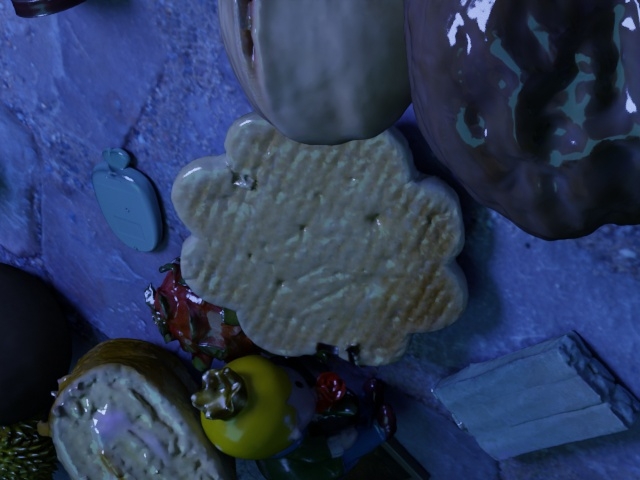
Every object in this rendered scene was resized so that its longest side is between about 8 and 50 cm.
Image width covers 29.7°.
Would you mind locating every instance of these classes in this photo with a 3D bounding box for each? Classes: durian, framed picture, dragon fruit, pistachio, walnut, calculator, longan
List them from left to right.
[{"bbox_3d":[-0.548,0.326,1.902,0.291,0.225,0.291,25,134,29],"label":"durian"},{"bbox_3d":[-0.457,0.143,1.674,0.248,0.248,0.248,23,137,24],"label":"longan"},{"bbox_3d":[-0.234,-0.048,1.454,0.095,0.021,0.153,17,138,29],"label":"calculator"},{"bbox_3d":[-0.080,0.079,1.361,0.236,0.135,0.137,12,145,6],"label":"dragon fruit"},{"bbox_3d":[0.001,0.234,1.510,0.250,0.016,0.184,47,141,-4],"label":"framed picture"},{"bbox_3d":[0.009,-0.230,0.932,0.194,0.214,0.317,15,119,34],"label":"pistachio"},{"bbox_3d":[0.186,-0.136,0.828,0.273,0.227,0.273,7,118,14],"label":"walnut"}]

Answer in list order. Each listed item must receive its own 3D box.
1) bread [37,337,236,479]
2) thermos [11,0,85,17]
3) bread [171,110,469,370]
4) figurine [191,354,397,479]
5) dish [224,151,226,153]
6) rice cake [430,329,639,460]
[{"bbox_3d":[-0.217,0.231,1.450,0.236,0.165,0.375,49,176,-6],"label":"bread"},{"bbox_3d":[-0.300,-0.346,1.191,0.124,0.099,0.232,-124,15,-60],"label":"thermos"},{"bbox_3d":[0.000,0.000,1.202,0.316,0.054,0.316,7,125,10],"label":"bread"},{"bbox_3d":[-0.027,0.184,1.328,0.185,0.127,0.234,-23,134,9],"label":"figurine"},{"bbox_3d":[-0.033,-0.074,1.244,0.137,0.039,0.091,7,123,32],"label":"dish"},{"bbox_3d":[0.214,0.166,1.247,0.124,0.038,0.211,47,142,-5],"label":"rice cake"}]
